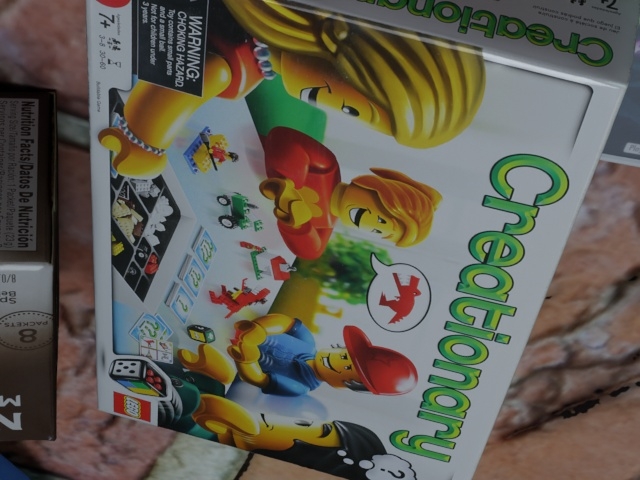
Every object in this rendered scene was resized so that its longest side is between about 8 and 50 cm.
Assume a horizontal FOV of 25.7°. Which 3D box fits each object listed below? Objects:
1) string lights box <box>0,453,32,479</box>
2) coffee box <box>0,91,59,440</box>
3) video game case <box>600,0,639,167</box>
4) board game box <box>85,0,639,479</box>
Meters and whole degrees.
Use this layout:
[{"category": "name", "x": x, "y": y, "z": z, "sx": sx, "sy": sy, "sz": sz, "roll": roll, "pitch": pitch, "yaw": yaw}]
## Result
[{"category": "string lights box", "x": -0.241, "y": 0.173, "z": 0.829, "sx": 0.133, "sy": 0.077, "sz": 0.260, "roll": -7, "pitch": 147, "yaw": 17}, {"category": "coffee box", "x": -0.238, "y": 0.015, "z": 0.606, "sx": 0.246, "sy": 0.098, "sz": 0.141, "roll": 1, "pitch": 142, "yaw": -11}, {"category": "video game case", "x": 0.184, "y": -0.081, "z": 0.514, "sx": 0.190, "sy": 0.022, "sz": 0.173, "roll": 10, "pitch": 141, "yaw": -2}, {"category": "board game box", "x": 0.000, "y": 0.000, "z": 0.603, "sx": 0.193, "sy": 0.053, "sz": 0.305, "roll": 14, "pitch": 141, "yaw": 4}]
